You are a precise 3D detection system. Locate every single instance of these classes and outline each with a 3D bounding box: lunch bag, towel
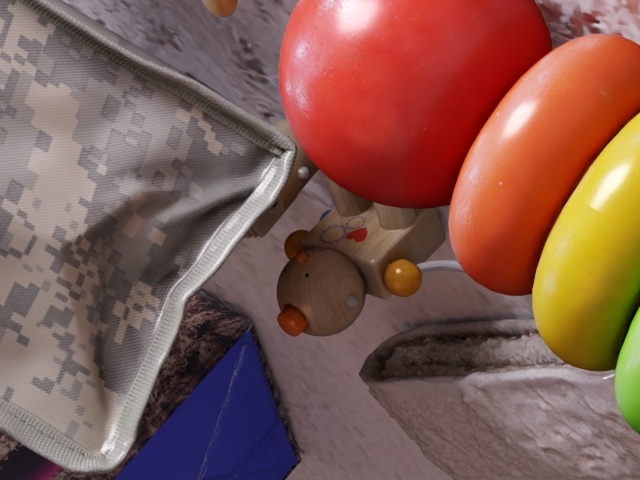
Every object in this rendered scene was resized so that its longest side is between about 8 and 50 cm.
[{"bbox_3d":[-0.188,-0.046,0.719,0.287,0.169,0.235,33,170,-16],"label":"lunch bag"},{"bbox_3d":[0.147,0.108,0.746,0.187,0.049,0.282,50,154,-17],"label":"towel"}]

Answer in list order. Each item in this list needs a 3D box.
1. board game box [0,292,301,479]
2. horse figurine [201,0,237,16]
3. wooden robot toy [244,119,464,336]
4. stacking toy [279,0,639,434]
[{"bbox_3d":[-0.201,0.106,1.014,0.291,0.232,0.141,24,149,30],"label":"board game box"},{"bbox_3d":[-0.132,-0.168,0.672,0.263,0.066,0.174,17,154,35],"label":"horse figurine"},{"bbox_3d":[0.000,0.000,0.740,0.173,0.079,0.076,16,145,42],"label":"wooden robot toy"},{"bbox_3d":[0.123,0.007,0.547,0.330,0.141,0.141,38,155,22],"label":"stacking toy"}]
